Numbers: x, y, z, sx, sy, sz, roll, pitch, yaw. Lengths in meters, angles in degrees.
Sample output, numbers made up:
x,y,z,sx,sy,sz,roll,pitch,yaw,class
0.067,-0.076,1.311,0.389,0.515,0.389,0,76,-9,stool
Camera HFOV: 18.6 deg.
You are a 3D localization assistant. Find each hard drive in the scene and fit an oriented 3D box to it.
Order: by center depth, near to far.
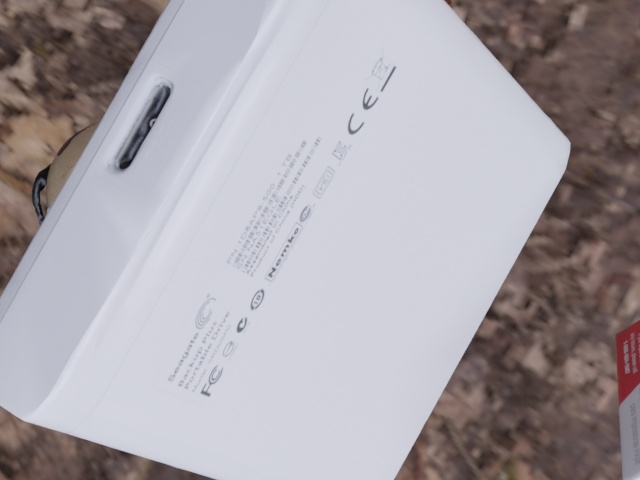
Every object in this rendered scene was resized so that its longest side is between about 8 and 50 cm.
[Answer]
x,y,z,sx,sy,sz,roll,pitch,yaw,class
0.000,0.000,0.884,0.233,0.047,0.353,-61,154,-2,hard drive

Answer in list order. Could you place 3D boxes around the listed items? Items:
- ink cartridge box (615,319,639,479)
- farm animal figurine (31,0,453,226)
x,y,z,sx,sy,sz,roll,pitch,yaw,class
0.355,0.087,1.403,0.273,0.197,0.114,-34,111,23,ink cartridge box
-0.044,-0.078,1.282,0.326,0.330,0.172,-30,89,-9,farm animal figurine
